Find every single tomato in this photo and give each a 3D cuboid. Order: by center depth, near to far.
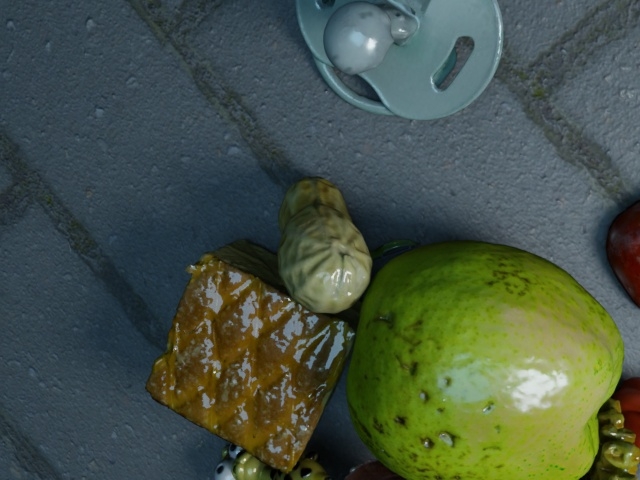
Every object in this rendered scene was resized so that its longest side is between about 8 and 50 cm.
[{"bbox_3d":[0.556,0.022,0.964,0.227,0.101,0.228,1,96,9],"label":"tomato"}]

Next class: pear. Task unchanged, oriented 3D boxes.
[{"bbox_3d":[0.233,0.176,0.920,0.390,0.391,0.391,2,97,12],"label":"pear"}]

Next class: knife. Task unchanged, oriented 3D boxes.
[{"bbox_3d":[0.079,0.027,1.108,0.184,0.022,0.026,-19,118,13],"label":"knife"}]

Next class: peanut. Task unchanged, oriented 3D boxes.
[{"bbox_3d":[0.000,0.000,0.987,0.146,0.305,0.147,-2,113,-4],"label":"peanut"}]

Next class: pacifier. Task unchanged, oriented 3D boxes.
[{"bbox_3d":[0.082,-0.301,0.949,0.343,0.269,0.288,37,128,9],"label":"pacifier"}]

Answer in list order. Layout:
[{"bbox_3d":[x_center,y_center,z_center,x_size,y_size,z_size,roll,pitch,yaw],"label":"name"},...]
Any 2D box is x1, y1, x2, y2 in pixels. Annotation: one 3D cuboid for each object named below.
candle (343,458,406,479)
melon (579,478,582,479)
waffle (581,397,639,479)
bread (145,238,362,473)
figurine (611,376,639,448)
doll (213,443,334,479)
[{"bbox_3d":[0.098,0.507,0.959,0.287,0.131,0.317,-25,99,-7],"label":"candle"},{"bbox_3d":[0.342,0.360,0.973,0.113,0.262,0.053,17,81,10],"label":"melon"},{"bbox_3d":[0.420,0.338,0.946,0.057,0.229,0.219,2,131,11],"label":"waffle"},{"bbox_3d":[-0.095,0.177,1.071,0.279,0.207,0.279,24,100,9],"label":"bread"},{"bbox_3d":[0.581,0.283,0.942,0.257,0.181,0.208,-18,75,14],"label":"figurine"},{"bbox_3d":[-0.088,0.401,1.103,0.291,0.117,0.086,-2,141,45],"label":"doll"}]
